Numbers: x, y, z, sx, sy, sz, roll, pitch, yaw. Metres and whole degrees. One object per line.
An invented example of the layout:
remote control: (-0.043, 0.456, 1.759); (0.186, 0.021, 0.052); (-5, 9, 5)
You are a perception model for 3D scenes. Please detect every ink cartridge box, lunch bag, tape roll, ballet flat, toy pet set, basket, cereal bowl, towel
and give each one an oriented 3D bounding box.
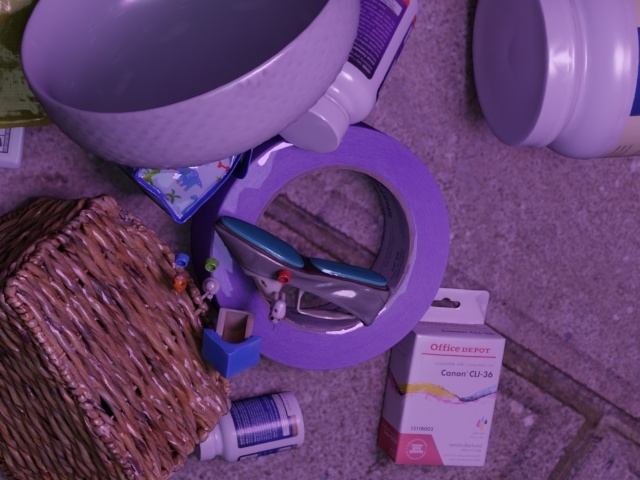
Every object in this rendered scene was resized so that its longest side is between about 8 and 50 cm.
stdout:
ink cartridge box: (0.142, 0.157, 2.041); (0.115, 0.067, 0.198); (3, 103, -19)
lunch bag: (-0.132, -0.104, 1.845); (0.151, 0.129, 0.096); (-46, 116, -5)
tape roll: (0.000, 0.000, 1.940); (0.274, 0.090, 0.275); (-5, 105, -18)
ballet flat: (-0.026, 0.040, 1.856); (0.213, 0.072, 0.068); (21, 106, -22)
toy pet set: (-0.098, 0.082, 1.822); (0.122, 0.065, 0.114); (9, 136, -1)
basket: (-0.263, 0.106, 1.877); (0.213, 0.223, 0.299); (-49, 118, -38)
cereal bowl: (-0.114, -0.189, 1.735); (0.339, 0.339, 0.141); (-32, 132, -8)
towel: (-0.323, -0.229, 1.777); (0.102, 0.021, 0.237); (-5, 107, -17)

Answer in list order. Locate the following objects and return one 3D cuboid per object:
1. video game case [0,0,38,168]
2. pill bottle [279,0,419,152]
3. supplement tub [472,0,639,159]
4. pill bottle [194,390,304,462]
video game case: (-0.394, -0.193, 1.789); (0.206, 0.026, 0.227); (5, 103, -20)
pill bottle: (0.021, -0.190, 1.845); (0.108, 0.108, 0.193); (39, 60, -23)
supplement tub: (0.353, -0.209, 1.923); (0.324, 0.235, 0.236); (-4, 106, -18)
pill bottle: (-0.083, 0.212, 1.979); (0.120, 0.067, 0.067); (-10, 107, -16)
